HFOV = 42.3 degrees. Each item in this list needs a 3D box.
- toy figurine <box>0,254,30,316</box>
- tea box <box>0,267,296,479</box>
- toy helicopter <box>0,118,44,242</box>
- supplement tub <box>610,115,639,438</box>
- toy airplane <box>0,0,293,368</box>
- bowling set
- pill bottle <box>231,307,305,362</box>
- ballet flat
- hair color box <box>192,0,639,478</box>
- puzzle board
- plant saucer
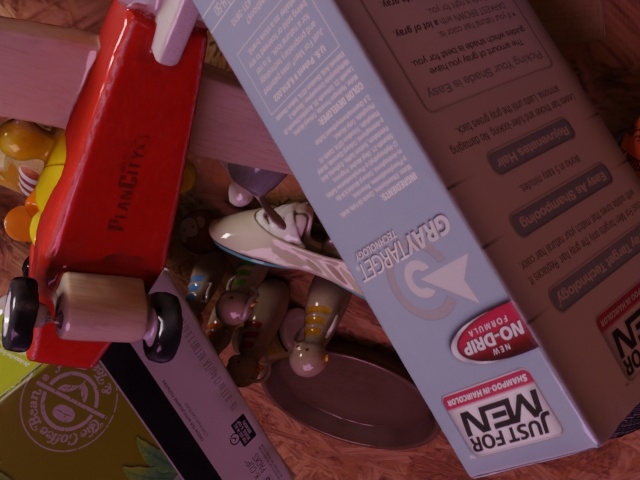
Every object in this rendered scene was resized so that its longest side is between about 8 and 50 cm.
[{"bbox_3d":[-0.374,0.098,1.122,0.213,0.209,0.148,-10,119,44],"label":"toy figurine"},{"bbox_3d":[-0.262,0.242,0.938,0.220,0.323,0.329,6,131,52],"label":"tea box"},{"bbox_3d":[-0.334,-0.069,0.981,0.355,0.140,0.235,20,155,19],"label":"toy helicopter"},{"bbox_3d":[0.277,0.032,0.723,0.194,0.193,0.316,18,144,3],"label":"supplement tub"},{"bbox_3d":[-0.177,-0.115,0.716,0.386,0.384,0.272,61,172,-33],"label":"toy airplane"},{"bbox_3d":[-0.122,0.077,1.011,0.200,0.154,0.287,40,140,-25],"label":"bowling set"},{"bbox_3d":[-0.066,0.132,1.133,0.116,0.065,0.065,-18,130,41],"label":"pill bottle"},{"bbox_3d":[0.000,0.000,0.929,0.249,0.086,0.086,19,145,-1],"label":"ballet flat"},{"bbox_3d":[0.090,-0.059,0.552,0.114,0.185,0.374,-36,82,49],"label":"hair color box"},{"bbox_3d":[0.152,-0.193,0.644,0.128,0.011,0.096,1,139,24],"label":"puzzle board"},{"bbox_3d":[0.046,0.227,1.224,0.278,0.041,0.277,14,145,10],"label":"plant saucer"}]
